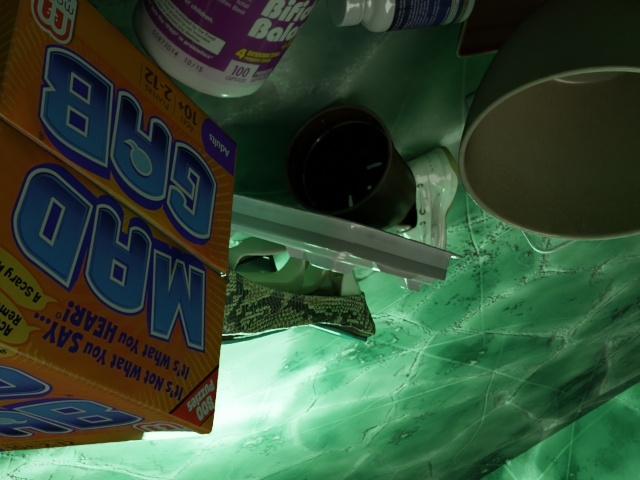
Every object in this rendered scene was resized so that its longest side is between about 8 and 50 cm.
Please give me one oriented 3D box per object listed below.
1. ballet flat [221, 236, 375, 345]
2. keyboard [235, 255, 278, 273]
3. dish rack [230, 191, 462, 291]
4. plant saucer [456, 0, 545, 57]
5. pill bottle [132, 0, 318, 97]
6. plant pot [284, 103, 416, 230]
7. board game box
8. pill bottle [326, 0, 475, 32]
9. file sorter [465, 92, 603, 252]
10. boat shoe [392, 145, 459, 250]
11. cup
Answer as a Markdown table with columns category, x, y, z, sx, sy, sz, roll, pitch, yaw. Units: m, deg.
| category | x | y | z | sx | sy | sz | roll | pitch | yaw |
| --- | --- | --- | --- | --- | --- | --- | --- | --- | --- |
| ballet flat | -0.043 | 0.081 | 1.453 | 0.483 | 0.164 | 0.182 | 9 | 96 | -52 |
| keyboard | -0.161 | 0.077 | 1.510 | 0.180 | 0.023 | 0.108 | -20 | 140 | -4 |
| dish rack | 0.000 | 0.000 | 1.224 | 0.285 | 0.333 | 0.072 | 17 | 88 | -47 |
| plant saucer | 0.311 | -0.372 | 1.146 | 0.258 | 0.048 | 0.259 | -13 | 146 | -16 |
| pill bottle | -0.063 | -0.308 | 0.902 | 0.169 | 0.169 | 0.301 | 7 | 137 | -37 |
| plant pot | 0.059 | -0.095 | 1.291 | 0.167 | 0.167 | 0.165 | -34 | 153 | 15 |
| board game box | -0.338 | -0.001 | 0.899 | 0.356 | 0.356 | 0.356 | -10 | 152 | 24 |
| pill bottle | 0.097 | -0.306 | 1.067 | 0.169 | 0.094 | 0.094 | -11 | 145 | -18 |
| file sorter | 0.379 | -0.136 | 1.402 | 0.193 | 0.173 | 0.278 | -27 | 146 | 4 |
| boat shoe | 0.160 | -0.040 | 1.478 | 0.096 | 0.098 | 0.277 | -12 | 136 | -15 |
| cup | 0.348 | -0.188 | 1.128 | 0.331 | 0.237 | 0.331 | 5 | 146 | 3 |
